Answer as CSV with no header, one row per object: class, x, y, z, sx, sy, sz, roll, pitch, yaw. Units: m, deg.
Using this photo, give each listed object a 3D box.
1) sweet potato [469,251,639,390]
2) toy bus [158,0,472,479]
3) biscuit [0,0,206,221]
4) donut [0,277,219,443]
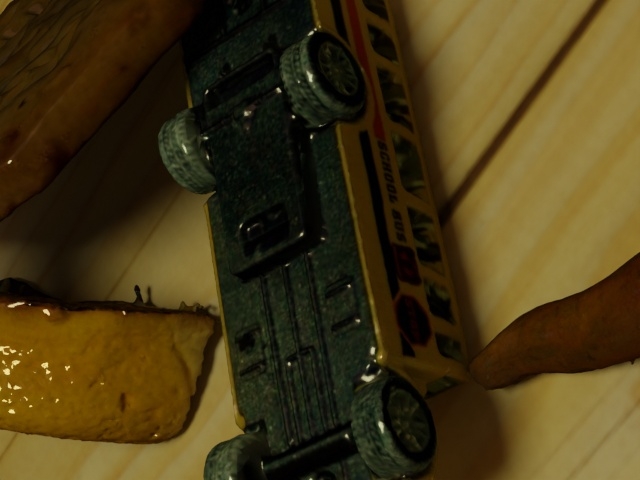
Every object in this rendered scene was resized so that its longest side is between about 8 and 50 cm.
sweet potato,0.176,0.017,0.738,0.264,0.057,0.057,-35,56,31
toy bus,0.000,0.000,0.852,0.121,0.123,0.335,-28,60,32
biscuit,-0.187,-0.109,0.998,0.359,0.046,0.359,-38,25,21
donut,-0.208,0.068,0.999,0.259,0.152,0.101,8,90,45
